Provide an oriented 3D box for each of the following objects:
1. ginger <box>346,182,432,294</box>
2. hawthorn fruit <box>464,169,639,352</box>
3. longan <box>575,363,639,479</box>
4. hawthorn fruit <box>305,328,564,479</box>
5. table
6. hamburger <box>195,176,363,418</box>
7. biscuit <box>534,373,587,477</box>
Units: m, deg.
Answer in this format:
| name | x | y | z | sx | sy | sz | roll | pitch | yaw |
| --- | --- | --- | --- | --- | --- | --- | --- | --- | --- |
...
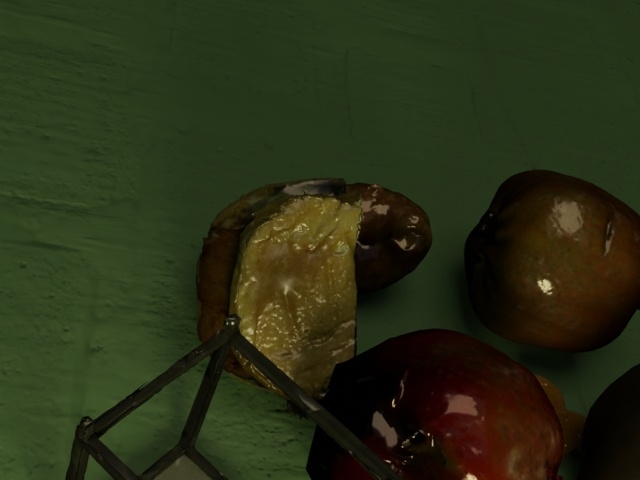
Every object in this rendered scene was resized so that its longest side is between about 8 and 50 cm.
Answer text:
| name | x | y | z | sx | sy | sz | roll | pitch | yaw |
| --- | --- | --- | --- | --- | --- | --- | --- | --- | --- |
| ginger | 0.000 | 0.000 | 1.449 | 0.321 | 0.172 | 0.165 | -3 | 87 | -14 |
| hawthorn fruit | 0.372 | 0.037 | 1.485 | 0.300 | 0.268 | 0.268 | 23 | 42 | -14 |
| longan | 0.491 | 0.307 | 1.216 | 0.404 | 0.336 | 0.405 | -9 | 32 | 6 |
| hawthorn fruit | 0.126 | 0.240 | 1.167 | 0.315 | 0.316 | 0.316 | 12 | 44 | -12 |
| table | -0.074 | 0.307 | 1.015 | 0.335 | 0.272 | 0.222 | 39 | 45 | 17 |
| hamburger | -0.056 | 0.068 | 1.286 | 0.211 | 0.309 | 0.132 | 3 | 2 | -13 |
| biscuit | 0.273 | 0.273 | 1.368 | 0.240 | 0.035 | 0.158 | -17 | 53 | -35 |
